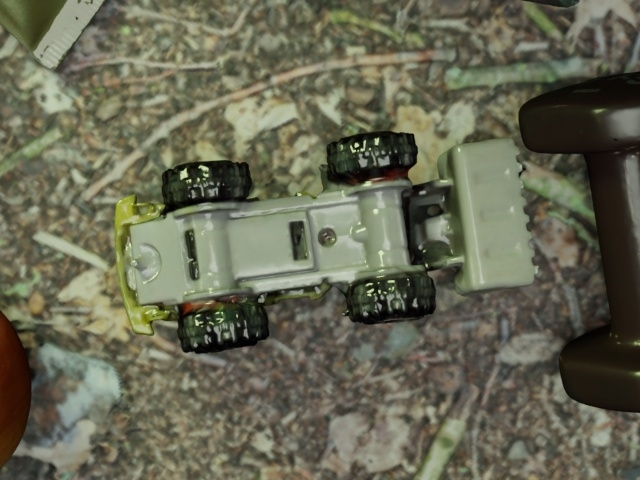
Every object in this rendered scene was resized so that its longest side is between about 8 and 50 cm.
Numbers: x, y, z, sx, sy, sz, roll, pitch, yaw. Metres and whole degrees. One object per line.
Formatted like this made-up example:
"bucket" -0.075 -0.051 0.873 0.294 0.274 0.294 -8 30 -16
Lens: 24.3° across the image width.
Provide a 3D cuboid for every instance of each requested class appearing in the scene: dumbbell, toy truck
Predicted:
"dumbbell" 0.219 -0.001 1.023 0.124 0.140 0.225 -19 104 -36
"toy truck" 0.000 0.000 1.035 0.286 0.111 0.136 -7 86 -2

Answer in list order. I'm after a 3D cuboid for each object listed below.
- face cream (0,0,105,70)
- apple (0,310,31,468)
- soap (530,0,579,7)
"face cream" -0.282 -0.268 0.998 0.341 0.084 0.137 35 96 -15
"apple" -0.293 0.111 1.016 0.199 0.199 0.199 0 101 -1
"soap" 0.059 -0.253 0.814 0.261 0.446 0.156 32 98 -7
